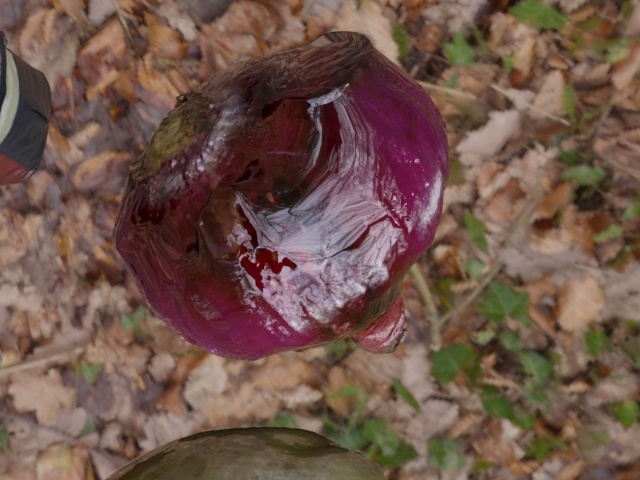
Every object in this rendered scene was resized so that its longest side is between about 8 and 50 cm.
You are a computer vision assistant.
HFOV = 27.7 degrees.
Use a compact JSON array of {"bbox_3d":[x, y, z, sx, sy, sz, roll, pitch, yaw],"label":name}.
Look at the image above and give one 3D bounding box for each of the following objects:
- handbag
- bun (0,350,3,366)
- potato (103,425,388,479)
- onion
[{"bbox_3d":[-0.440,-0.146,1.430,0.254,0.181,0.181,6,81,11],"label":"handbag"},{"bbox_3d":[-0.289,0.075,0.730,0.293,0.187,0.293,12,76,-56],"label":"bun"},{"bbox_3d":[-0.079,0.269,0.935,0.326,0.243,0.221,-53,150,-35],"label":"potato"},{"bbox_3d":[0.000,0.000,1.493,0.398,0.398,0.420,-39,117,-2],"label":"onion"}]
